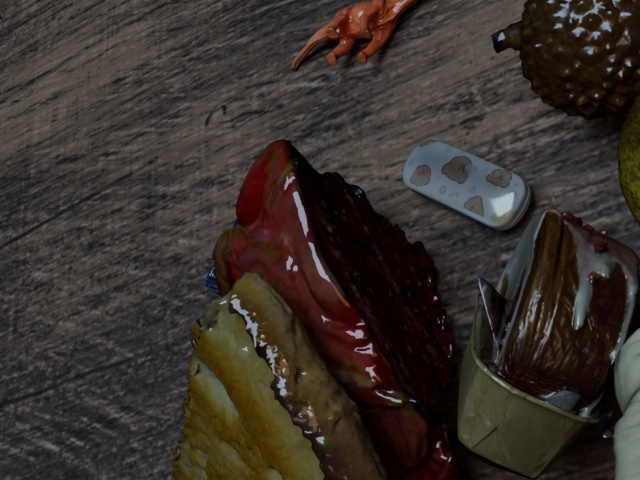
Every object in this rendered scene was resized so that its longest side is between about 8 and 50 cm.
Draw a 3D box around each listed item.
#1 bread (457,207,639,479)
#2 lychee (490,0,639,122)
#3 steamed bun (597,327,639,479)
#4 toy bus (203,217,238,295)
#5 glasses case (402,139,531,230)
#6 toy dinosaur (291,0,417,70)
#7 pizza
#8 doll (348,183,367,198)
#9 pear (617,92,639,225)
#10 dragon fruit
[{"bbox_3d":[0.192,0.081,1.125,0.224,0.142,0.211,-69,1,-72],"label":"bread"},{"bbox_3d":[0.279,-0.211,1.231,0.238,0.200,0.200,-1,67,25],"label":"lychee"},{"bbox_3d":[0.369,0.191,0.926,0.394,0.237,0.347,-36,24,-14],"label":"steamed bun"},{"bbox_3d":[-0.074,-0.006,1.488,0.047,0.065,0.166,19,78,42],"label":"toy bus"},{"bbox_3d":[0.153,-0.060,1.351,0.164,0.041,0.063,30,88,43],"label":"glasses case"},{"bbox_3d":[0.064,-0.261,1.515,0.280,0.055,0.101,-11,39,37],"label":"toy dinosaur"},{"bbox_3d":[0.002,0.280,1.164,0.080,0.435,0.392,-28,62,-27],"label":"pizza"},{"bbox_3d":[0.000,0.000,1.421,0.179,0.089,0.102,-52,41,38],"label":"doll"},{"bbox_3d":[0.358,-0.078,1.103,0.197,0.197,0.197,-18,58,31],"label":"pear"},{"bbox_3d":[-0.013,0.115,1.218,0.228,0.286,0.329,-29,49,19],"label":"dragon fruit"}]
